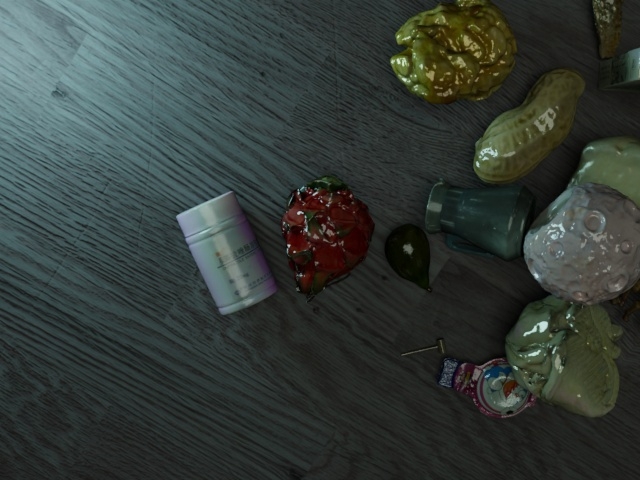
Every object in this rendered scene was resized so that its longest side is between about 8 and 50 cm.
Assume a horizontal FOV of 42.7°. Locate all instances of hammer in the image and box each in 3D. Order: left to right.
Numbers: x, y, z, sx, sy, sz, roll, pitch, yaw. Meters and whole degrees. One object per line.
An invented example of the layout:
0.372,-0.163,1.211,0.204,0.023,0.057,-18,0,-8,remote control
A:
0.249,0.266,1.981,0.110,0.019,0.035,-14,96,4,hammer

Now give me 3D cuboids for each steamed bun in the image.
0.546,0.268,1.886,0.280,0.207,0.267,39,59,-28,steamed bun

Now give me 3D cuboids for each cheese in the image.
0.405,0.346,1.967,0.245,0.062,0.155,17,98,-1,cheese
0.680,-0.077,1.828,0.318,0.115,0.326,-28,84,40,cheese

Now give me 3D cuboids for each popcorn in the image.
0.279,-0.404,1.775,0.265,0.332,0.225,12,127,27,popcorn

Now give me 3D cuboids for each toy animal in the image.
0.779,0.131,1.855,0.054,0.276,0.149,-23,89,-35,toy animal

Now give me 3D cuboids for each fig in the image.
0.213,0.052,1.916,0.117,0.117,0.177,-17,111,2,fig

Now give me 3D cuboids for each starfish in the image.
0.655,-0.605,1.850,0.432,0.082,0.323,31,93,-5,starfish

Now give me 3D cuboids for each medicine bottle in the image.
-0.215,0.028,1.890,0.152,0.152,0.253,-24,97,3,medicine bottle

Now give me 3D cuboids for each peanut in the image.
0.477,-0.259,1.861,0.325,0.140,0.153,-50,53,-2,peanut

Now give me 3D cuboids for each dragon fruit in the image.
0.000,0.000,1.859,0.234,0.234,0.293,22,109,-2,dragon fruit

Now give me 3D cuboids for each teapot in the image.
0.362,-0.044,1.859,0.225,0.171,0.203,14,137,23,teapot

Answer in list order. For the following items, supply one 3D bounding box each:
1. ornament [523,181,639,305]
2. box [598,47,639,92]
0.564,0.013,1.710,0.225,0.259,0.259,43,95,-1,ornament
0.727,-0.367,1.783,0.164,0.256,0.069,4,96,0,box
